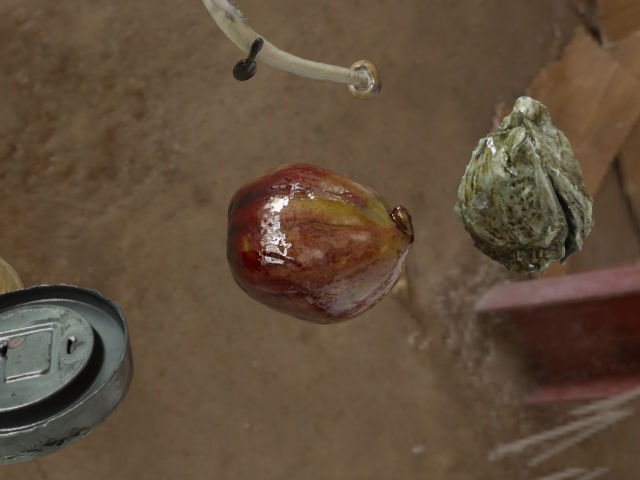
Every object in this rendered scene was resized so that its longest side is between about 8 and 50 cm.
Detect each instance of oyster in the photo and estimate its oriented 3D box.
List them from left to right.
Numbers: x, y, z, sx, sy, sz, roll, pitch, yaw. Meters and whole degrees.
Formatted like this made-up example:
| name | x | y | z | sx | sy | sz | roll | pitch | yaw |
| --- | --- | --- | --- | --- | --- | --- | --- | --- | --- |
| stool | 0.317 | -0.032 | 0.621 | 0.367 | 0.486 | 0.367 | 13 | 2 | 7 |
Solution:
| name | x | y | z | sx | sy | sz | roll | pitch | yaw |
| --- | --- | --- | --- | --- | --- | --- | --- | --- | --- |
| oyster | 0.284 | -0.062 | 2.028 | 0.198 | 0.267 | 0.112 | 37 | 55 | 4 |

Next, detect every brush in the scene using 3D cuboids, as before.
| name | x | y | z | sx | sy | sz | roll | pitch | yaw |
| --- | --- | --- | --- | --- | --- | --- | --- | --- | --- |
| brush | -0.071 | -0.182 | 1.518 | 0.024 | 0.083 | 0.008 | 8 | 65 | -14 |

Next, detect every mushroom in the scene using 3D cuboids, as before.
| name | x | y | z | sx | sy | sz | roll | pitch | yaw |
| --- | --- | --- | --- | --- | --- | --- | --- | --- | --- |
| mushroom | -0.051 | -0.216 | 1.540 | 0.306 | 0.043 | 0.068 | 28 | 41 | -34 |

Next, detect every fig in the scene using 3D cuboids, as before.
| name | x | y | z | sx | sy | sz | roll | pitch | yaw |
| --- | --- | --- | --- | --- | --- | --- | --- | --- | --- |
| fig | -0.010 | 0.006 | 1.989 | 0.224 | 0.263 | 0.224 | -24 | 124 | -41 |

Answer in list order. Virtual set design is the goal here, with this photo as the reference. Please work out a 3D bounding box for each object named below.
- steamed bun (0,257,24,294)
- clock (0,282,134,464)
| name | x | y | z | sx | sy | sz | roll | pitch | yaw |
| --- | --- | --- | --- | --- | --- | --- | --- | --- | --- |
| steamed bun | -0.498 | 0.144 | 1.734 | 0.325 | 0.230 | 0.372 | -50 | 153 | 4 |
| clock | -0.297 | 0.131 | 1.509 | 0.226 | 0.226 | 0.049 | -48 | 141 | -39 |
